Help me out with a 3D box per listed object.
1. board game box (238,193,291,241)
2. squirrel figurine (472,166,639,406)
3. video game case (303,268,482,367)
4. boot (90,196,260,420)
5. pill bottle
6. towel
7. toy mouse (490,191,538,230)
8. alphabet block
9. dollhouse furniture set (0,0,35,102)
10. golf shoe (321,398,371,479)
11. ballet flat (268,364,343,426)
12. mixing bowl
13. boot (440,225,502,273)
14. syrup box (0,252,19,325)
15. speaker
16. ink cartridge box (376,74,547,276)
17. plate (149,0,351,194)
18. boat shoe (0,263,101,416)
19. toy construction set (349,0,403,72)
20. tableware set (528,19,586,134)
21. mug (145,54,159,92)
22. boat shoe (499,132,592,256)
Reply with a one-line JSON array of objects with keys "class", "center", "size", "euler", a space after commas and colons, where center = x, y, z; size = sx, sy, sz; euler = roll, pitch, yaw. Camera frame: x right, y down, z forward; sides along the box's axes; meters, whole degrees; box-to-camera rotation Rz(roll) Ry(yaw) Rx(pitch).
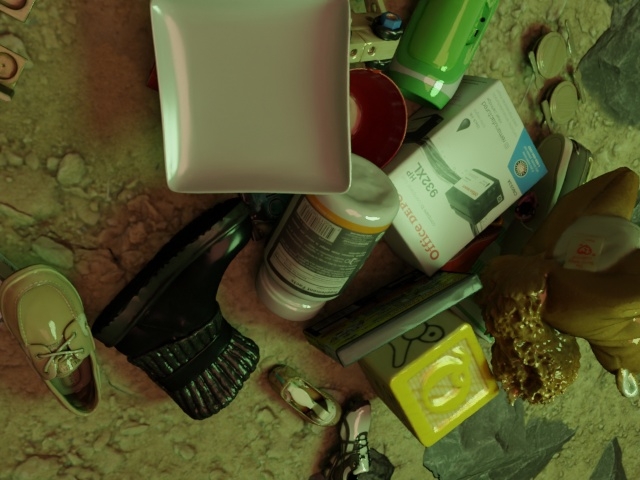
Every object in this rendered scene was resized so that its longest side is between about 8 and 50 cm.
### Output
[{"class": "board game box", "center": [-0.086, -0.104, 1.130], "size": [0.126, 0.026, 0.186], "euler": [-22, 114, -16]}, {"class": "squirrel figurine", "center": [0.487, 0.137, 1.201], "size": [0.397, 0.281, 0.370], "euler": [-26, 134, 11]}, {"class": "video game case", "center": [0.119, 0.129, 1.170], "size": [0.275, 0.248, 0.035], "euler": [-27, 96, -13]}, {"class": "boot", "center": [-0.181, 0.118, 1.101], "size": [0.348, 0.131, 0.260], "euler": [-43, 111, 7]}, {"class": "pill bottle", "center": [0.000, 0.000, 1.074], "size": [0.162, 0.162, 0.278], "euler": [10, 133, -25]}, {"class": "towel", "center": [0.389, 0.034, 1.370], "size": [0.248, 0.038, 0.325], "euler": [39, 90, -27]}, {"class": "toy mouse", "center": [0.380, -0.076, 1.264], "size": [0.143, 0.161, 0.031], "euler": [-45, 133, -2]}, {"class": "alphabet block", "center": [0.195, 0.240, 1.265], "size": [0.192, 0.197, 0.193], "euler": [-35, 117, -8]}, {"class": "dollhouse furniture set", "center": [-0.451, -0.290, 0.861], "size": [0.144, 0.123, 0.151], "euler": [26, 95, -28]}, {"class": "golf shoe", "center": [0.077, 0.425, 1.328], "size": [0.077, 0.094, 0.198], "euler": [5, 107, -43]}, {"class": "ballet flat", "center": [-0.021, 0.321, 1.273], "size": [0.206, 0.067, 0.073], "euler": [40, 87, -29]}, {"class": "mixing bowl", "center": [0.046, -0.206, 1.112], "size": [0.181, 0.098, 0.181], "euler": [-7, 108, -21]}, {"class": "boot", "center": [0.296, 0.019, 1.287], "size": [0.158, 0.059, 0.084], "euler": [-29, 129, -17]}, {"class": "syrup box", "center": [-0.558, 0.123, 0.967], "size": [0.237, 0.096, 0.093], "euler": [-41, 117, -5]}, {"class": "speaker", "center": [0.224, -0.383, 1.114], "size": [0.131, 0.131, 0.296], "euler": [21, 98, -27]}, {"class": "ink cartridge box", "center": [0.232, -0.121, 1.200], "size": [0.307, 0.129, 0.223], "euler": [-41, 118, -6]}, {"class": "plate", "center": [-0.093, -0.205, 0.918], "size": [0.278, 0.045, 0.277], "euler": [1, 107, 9]}, {"class": "boat shoe", "center": [-0.394, 0.160, 0.982], "size": [0.109, 0.098, 0.302], "euler": [-27, 141, -28]}, {"class": "toy construction set", "center": [0.007, -0.361, 1.010], "size": [0.327, 0.215, 0.151], "euler": [-25, 150, -20]}, {"class": "tableware set", "center": [0.458, -0.320, 1.284], "size": [0.128, 0.039, 0.194], "euler": [-41, 124, -19]}, {"class": "mug", "center": [-0.175, -0.233, 0.993], "size": [0.169, 0.113, 0.150], "euler": [21, 57, -23]}, {"class": "boat shoe", "center": [0.452, -0.046, 1.294], "size": [0.097, 0.116, 0.324], "euler": [18, 91, -22]}]
